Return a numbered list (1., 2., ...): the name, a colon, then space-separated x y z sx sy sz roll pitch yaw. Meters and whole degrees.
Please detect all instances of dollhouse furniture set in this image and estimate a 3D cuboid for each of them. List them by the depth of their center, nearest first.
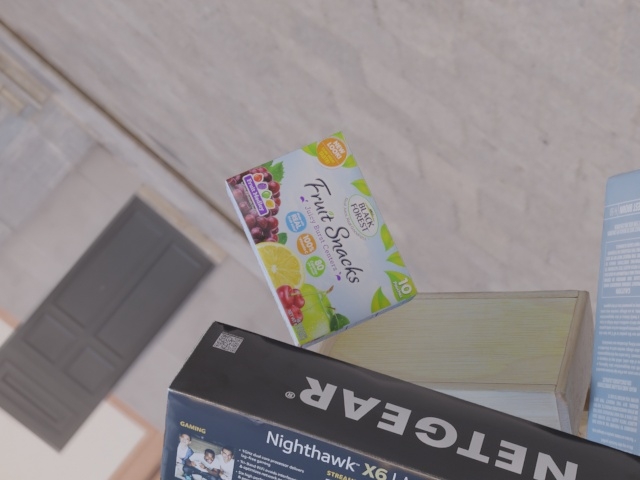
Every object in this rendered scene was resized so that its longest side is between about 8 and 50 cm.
1. dollhouse furniture set: 0.161 0.258 1.156 0.256 0.362 0.394 -1 122 23

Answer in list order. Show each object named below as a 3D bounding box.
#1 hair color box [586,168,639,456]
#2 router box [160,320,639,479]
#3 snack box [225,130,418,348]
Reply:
1. hair color box: 0.333 0.135 0.942 0.185 0.375 0.113 6 176 -11
2. router box: 0.044 0.210 0.739 0.308 0.081 0.243 17 124 10
3. snack box: 0.000 0.000 0.861 0.037 0.100 0.141 104 142 -76
